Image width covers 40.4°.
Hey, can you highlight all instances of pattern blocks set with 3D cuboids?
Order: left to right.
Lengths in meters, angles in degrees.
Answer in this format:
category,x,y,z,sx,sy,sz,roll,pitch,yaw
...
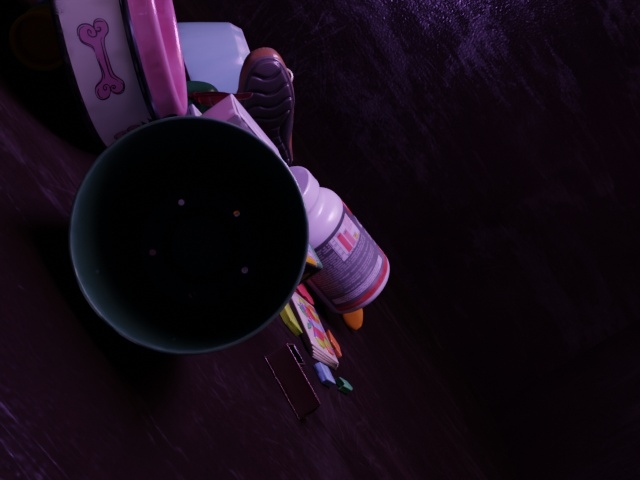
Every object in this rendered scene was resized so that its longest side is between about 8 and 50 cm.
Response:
category,x,y,z,sx,sy,sz,roll,pitch,yaw
pattern blocks set,-0.020,0.197,1.964,0.325,0.026,0.285,61,11,22

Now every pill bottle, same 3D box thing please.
category,x,y,z,sx,sy,sz,roll,pitch,yaw
pill bottle,0.000,0.000,2.154,0.363,0.210,0.210,50,12,-35

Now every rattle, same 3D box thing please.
category,x,y,z,sx,sy,sz,roll,pitch,yaw
rattle,0.069,0.149,2.448,0.200,0.130,0.143,15,-47,64

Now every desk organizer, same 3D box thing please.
category,x,y,z,sx,sy,sz,roll,pitch,yaw
desk organizer,-0.044,0.255,1.582,0.130,0.050,0.047,59,10,16

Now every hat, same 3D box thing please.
category,x,y,z,sx,sy,sz,roll,pitch,yaw
hat,-0.254,-0.340,1.909,0.208,0.183,0.173,37,30,-5

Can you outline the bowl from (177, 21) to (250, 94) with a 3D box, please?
category,x,y,z,sx,sy,sz,roll,pitch,yaw
bowl,-0.250,-0.436,2.241,0.311,0.163,0.311,160,-90,-89

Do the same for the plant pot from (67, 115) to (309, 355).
category,x,y,z,sx,sy,sz,roll,pitch,yaw
plant pot,-0.166,0.000,1.171,0.293,0.293,0.235,57,-5,1

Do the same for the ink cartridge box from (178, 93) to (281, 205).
category,x,y,z,sx,sy,sz,roll,pitch,yaw
ink cartridge box,-0.198,-0.139,1.604,0.160,0.219,0.092,50,12,-35

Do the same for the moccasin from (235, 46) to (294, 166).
category,x,y,z,sx,sy,sz,roll,pitch,yaw
moccasin,-0.119,-0.312,1.995,0.380,0.139,0.147,75,2,-63

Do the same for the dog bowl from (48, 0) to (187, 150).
category,x,y,z,sx,sy,sz,roll,pitch,yaw
dog bowl,-0.325,-0.359,1.436,0.408,0.150,0.408,170,-90,-87

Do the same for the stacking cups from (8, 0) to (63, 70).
category,x,y,z,sx,sy,sz,roll,pitch,yaw
stacking cups,-0.456,-0.379,1.492,0.096,0.096,0.316,52,10,-26

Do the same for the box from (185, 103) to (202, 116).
category,x,y,z,sx,sy,sz,roll,pitch,yaw
box,-0.241,-0.166,1.826,0.203,0.103,0.114,47,14,-44

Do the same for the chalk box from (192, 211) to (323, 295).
category,x,y,z,sx,sy,sz,roll,pitch,yaw
chalk box,-0.128,0.017,1.576,0.179,0.180,0.289,59,9,15
